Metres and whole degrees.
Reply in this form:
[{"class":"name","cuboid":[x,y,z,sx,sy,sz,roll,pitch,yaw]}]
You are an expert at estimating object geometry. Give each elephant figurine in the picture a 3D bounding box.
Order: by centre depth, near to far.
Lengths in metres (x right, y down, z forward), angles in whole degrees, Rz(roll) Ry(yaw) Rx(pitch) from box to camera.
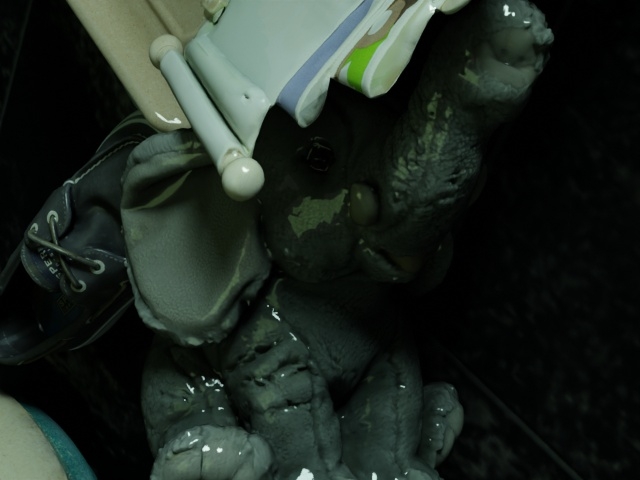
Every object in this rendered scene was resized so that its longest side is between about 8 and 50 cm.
[{"class":"elephant figurine","cuboid":[0.000,0.000,0.595,0.186,0.169,0.239,8,106,12]}]

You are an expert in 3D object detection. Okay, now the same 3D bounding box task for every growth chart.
[{"class":"growth chart","cuboid":[0.027,-0.117,0.507,0.237,0.021,0.172,-44,33,13]}]

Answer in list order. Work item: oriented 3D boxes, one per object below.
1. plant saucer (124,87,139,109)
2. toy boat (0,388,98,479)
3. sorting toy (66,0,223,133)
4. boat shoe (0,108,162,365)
[{"class":"plant saucer","cuboid":[-0.067,-0.113,0.716,0.119,0.021,0.119,15,112,43]},{"class":"toy boat","cuboid":[-0.164,0.257,0.846,0.318,0.148,0.267,42,123,40]},{"class":"sorting toy","cuboid":[-0.051,-0.184,0.650,0.208,0.038,0.193,-45,68,26]},{"class":"boat shoe","cuboid":[-0.134,0.006,0.761,0.080,0.076,0.228,56,139,5]}]
